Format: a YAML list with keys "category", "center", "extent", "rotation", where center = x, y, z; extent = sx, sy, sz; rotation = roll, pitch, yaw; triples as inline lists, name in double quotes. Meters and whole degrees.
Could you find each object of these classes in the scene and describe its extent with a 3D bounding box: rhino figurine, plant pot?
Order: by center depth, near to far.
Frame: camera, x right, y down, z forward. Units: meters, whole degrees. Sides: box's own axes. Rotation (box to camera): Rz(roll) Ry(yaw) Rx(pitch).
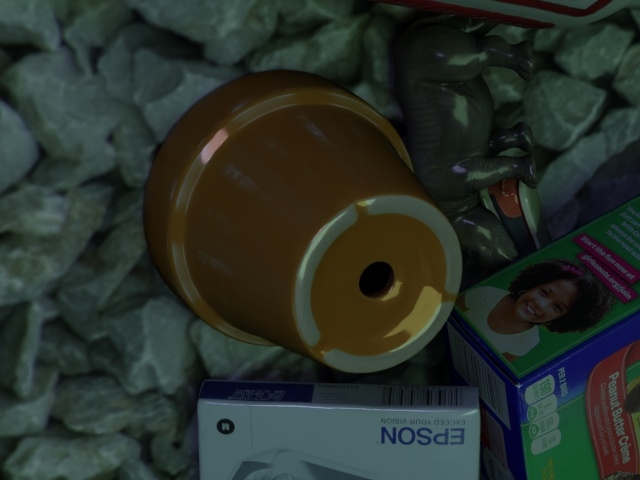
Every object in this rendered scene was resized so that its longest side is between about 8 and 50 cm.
- category: "plant pot"
  center: [0.000, 0.000, 0.991]
  extent: [0.205, 0.188, 0.205]
  rotation: [-10, 114, -23]
- category: "rhino figurine"
  center: [0.113, -0.067, 1.084]
  extent: [0.106, 0.073, 0.243]
  rotation: [-2, 115, 6]

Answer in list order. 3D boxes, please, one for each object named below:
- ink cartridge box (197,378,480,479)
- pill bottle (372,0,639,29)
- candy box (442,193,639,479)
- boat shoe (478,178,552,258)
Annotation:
- category: "ink cartridge box"
  center: [0.015, 0.219, 1.112]
  extent: [0.223, 0.045, 0.224]
  rotation: [0, 112, 5]
- category: "pill bottle"
  center: [0.101, -0.258, 0.896]
  extent: [0.407, 0.229, 0.229]
  rotation: [1, 110, -41]
- category: "candy box"
  center: [0.274, 0.096, 1.171]
  extent: [0.317, 0.122, 0.268]
  rotation: [-29, 136, -14]
- category: "boat shoe"
  center: [0.168, 0.004, 1.164]
  extent: [0.043, 0.049, 0.137]
  rotation: [-7, 125, 22]
